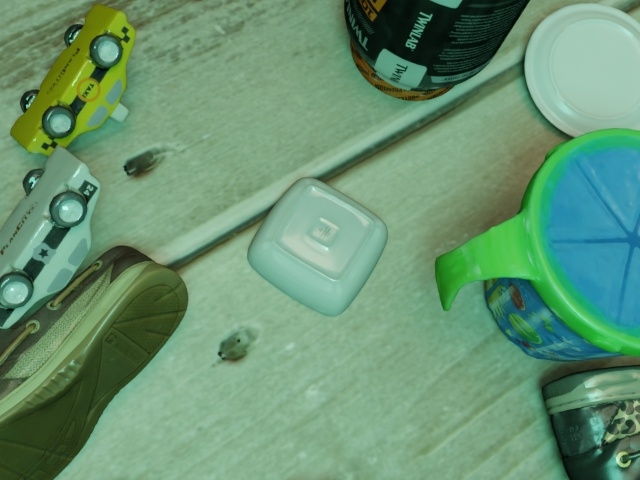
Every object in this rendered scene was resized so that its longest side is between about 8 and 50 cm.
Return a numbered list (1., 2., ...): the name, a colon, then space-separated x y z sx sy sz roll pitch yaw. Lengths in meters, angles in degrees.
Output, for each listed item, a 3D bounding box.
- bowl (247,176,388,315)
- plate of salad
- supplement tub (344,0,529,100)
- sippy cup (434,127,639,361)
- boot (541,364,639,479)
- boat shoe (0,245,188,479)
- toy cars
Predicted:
1. bowl: 0.000 0.000 0.907 0.142 0.053 0.142 32 70 4
2. plate of salad: 0.369 -0.224 1.053 0.200 0.048 0.200 1 80 -6
3. supplement tub: 0.143 -0.312 0.891 0.207 0.338 0.207 3 69 -8
4. sippy cup: 0.292 0.031 0.851 0.305 0.224 0.240 29 67 2
5. boot: 0.440 0.276 0.832 0.377 0.138 0.284 1 69 -5
6. boat shoe: -0.289 0.139 0.788 0.123 0.123 0.342 31 73 35
7. toy cars: -0.271 -0.083 0.846 0.087 0.176 0.393 34 47 -41
